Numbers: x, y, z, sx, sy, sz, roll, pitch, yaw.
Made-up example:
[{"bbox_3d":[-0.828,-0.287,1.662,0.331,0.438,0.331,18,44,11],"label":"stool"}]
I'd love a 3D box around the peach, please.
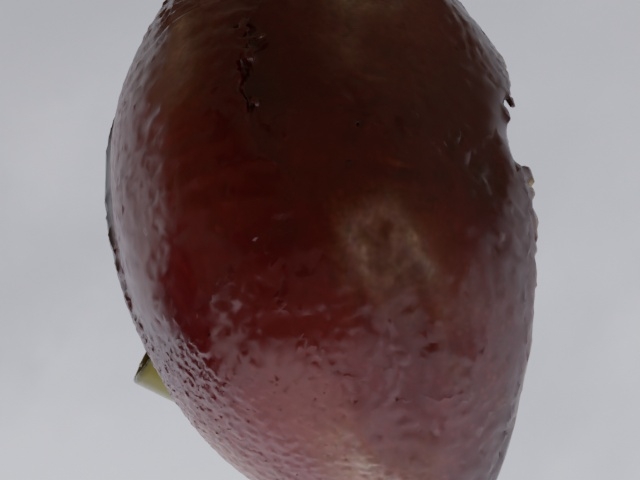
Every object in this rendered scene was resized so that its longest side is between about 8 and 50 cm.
[{"bbox_3d":[-0.006,-0.003,0.484,0.154,0.159,0.267,5,-110,-24],"label":"peach"}]

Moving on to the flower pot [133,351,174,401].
[{"bbox_3d":[-0.076,0.111,1.262,0.179,0.195,0.195,32,-140,-7],"label":"flower pot"}]
